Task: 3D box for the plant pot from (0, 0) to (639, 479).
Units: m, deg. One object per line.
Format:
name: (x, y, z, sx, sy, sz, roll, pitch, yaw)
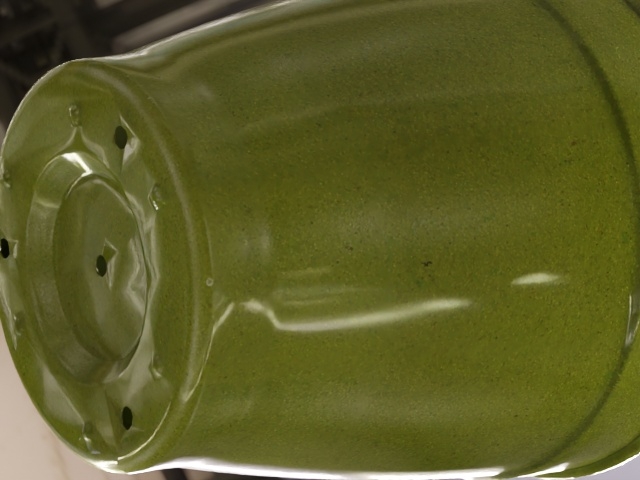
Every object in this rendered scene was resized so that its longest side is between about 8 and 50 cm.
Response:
plant pot: (0.000, 0.000, 1.111, 0.353, 0.366, 0.366, -8, -157, -37)
